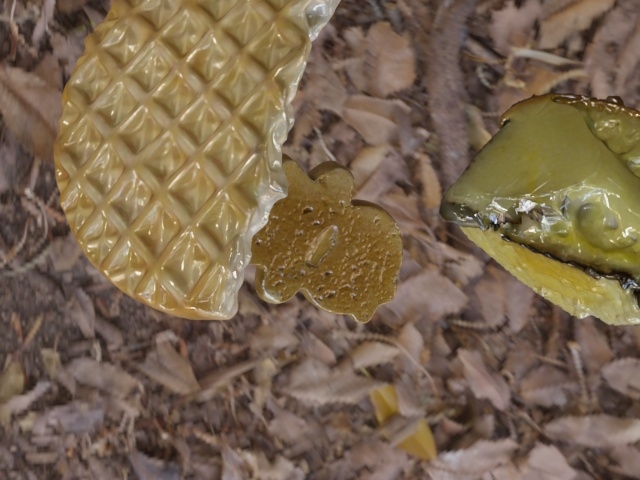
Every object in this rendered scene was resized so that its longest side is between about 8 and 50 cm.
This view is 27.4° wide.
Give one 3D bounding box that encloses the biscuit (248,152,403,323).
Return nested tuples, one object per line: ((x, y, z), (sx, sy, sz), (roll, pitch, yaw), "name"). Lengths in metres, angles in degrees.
((0.000, 0.000, 1.388), (0.226, 0.036, 0.166), (25, 93, -31), "biscuit")

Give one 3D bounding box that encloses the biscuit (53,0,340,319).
((-0.094, -0.103, 0.911), (0.040, 0.205, 0.308), (40, 64, -55), "biscuit")

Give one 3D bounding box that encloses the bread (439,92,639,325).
((0.281, -0.034, 1.319), (0.204, 0.262, 0.162), (-54, 151, -9), "bread")
